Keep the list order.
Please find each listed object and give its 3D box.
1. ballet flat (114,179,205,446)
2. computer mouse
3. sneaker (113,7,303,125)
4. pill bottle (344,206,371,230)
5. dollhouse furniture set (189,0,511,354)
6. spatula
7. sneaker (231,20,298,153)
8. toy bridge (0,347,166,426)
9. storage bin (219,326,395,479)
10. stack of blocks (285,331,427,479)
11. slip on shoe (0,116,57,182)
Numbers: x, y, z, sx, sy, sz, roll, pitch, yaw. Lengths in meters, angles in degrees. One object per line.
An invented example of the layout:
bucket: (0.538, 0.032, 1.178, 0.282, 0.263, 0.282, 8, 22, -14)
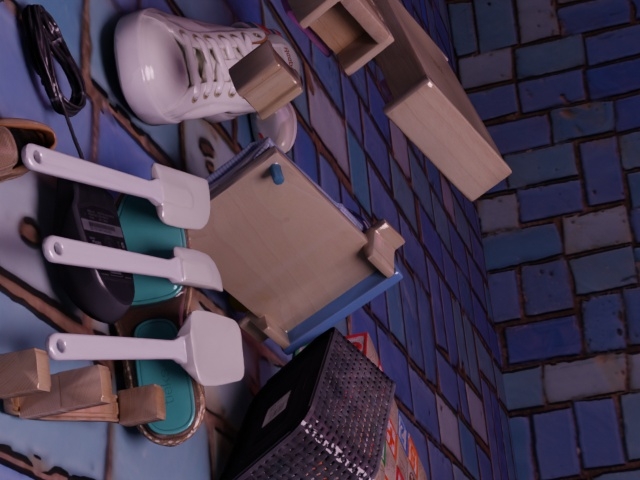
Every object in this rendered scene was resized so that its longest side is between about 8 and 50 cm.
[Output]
ballet flat: (-0.131, 0.058, 0.934, 0.067, 0.073, 0.206, 123, -36, -71)
computer mouse: (-0.184, -0.054, 0.865, 0.071, 0.041, 0.242, 25, 48, -70)
sneaker: (-0.092, -0.166, 1.116, 0.290, 0.123, 0.105, -20, 99, -74)
pill bottle: (0.000, 0.000, 1.373, 0.169, 0.094, 0.094, 20, 59, -73)
dollhouse furniture set: (-0.038, -0.094, 1.097, 0.286, 0.303, 0.198, 41, 19, -38)
spatula: (-0.121, 0.020, 0.842, 0.242, 0.019, 0.168, 14, 66, -67)
sneaker: (-0.072, -0.170, 1.347, 0.075, 0.057, 0.161, 17, 62, -54)
toy bridge: (-0.162, 0.096, 0.755, 0.188, 0.063, 0.026, 40, 40, -69)
storage bin: (-0.010, 0.175, 1.098, 0.084, 0.122, 0.180, 43, 23, -9)
stack of blocks: (0.052, 0.271, 1.361, 0.171, 0.087, 0.297, -84, 157, -50)
slip on shoe: (-0.208, -0.056, 0.748, 0.135, 0.041, 0.051, -12, 90, -75)
